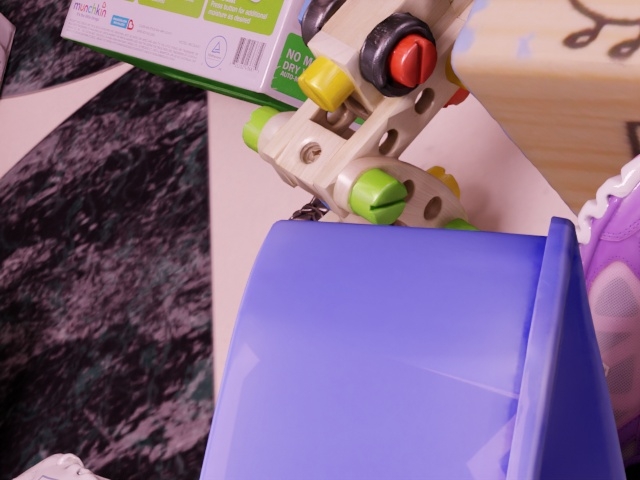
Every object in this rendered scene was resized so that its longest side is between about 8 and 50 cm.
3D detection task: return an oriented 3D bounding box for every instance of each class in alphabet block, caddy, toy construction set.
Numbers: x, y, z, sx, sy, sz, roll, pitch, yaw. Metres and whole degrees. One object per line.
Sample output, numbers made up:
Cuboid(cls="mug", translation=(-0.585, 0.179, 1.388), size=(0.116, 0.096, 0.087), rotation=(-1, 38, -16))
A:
Cuboid(cls="alphabet block", translation=(0.225, -0.115, 1.035), size=(0.197, 0.193, 0.192), rotation=(7, 64, 44))
Cuboid(cls="caddy", translation=(0.046, 0.149, 0.800), size=(0.179, 0.241, 0.341), rotation=(9, 69, 7))
Cuboid(cls="toy construction set", translation=(0.077, -0.107, 1.158), size=(0.151, 0.215, 0.328), rotation=(15, 65, 34))

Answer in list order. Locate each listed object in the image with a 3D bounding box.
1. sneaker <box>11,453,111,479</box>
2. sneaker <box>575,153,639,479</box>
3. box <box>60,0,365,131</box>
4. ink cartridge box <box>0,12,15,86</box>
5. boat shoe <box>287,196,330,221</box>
Cuboid(cls="sneaker", translation=(-0.164, 0.187, 1.179), size=(0.297, 0.111, 0.129), rotation=(-18, 38, 42))
Cuboid(cls="sneaker", translation=(0.175, 0.058, 0.964), size=(0.104, 0.095, 0.236), rotation=(43, 131, 38))
Cuboid(cls="box", translation=(-0.045, -0.221, 1.364), size=(0.262, 0.126, 0.231), rotation=(19, 90, 48))
Cuboid(cls="ink cartridge box", translation=(-0.423, -0.145, 1.652), size=(0.232, 0.171, 0.168), rotation=(-19, 47, 30))
Cuboid(cls="boat shoe", translation=(0.000, 0.000, 1.250), size=(0.056, 0.049, 0.152), rotation=(-4, 55, 40))
